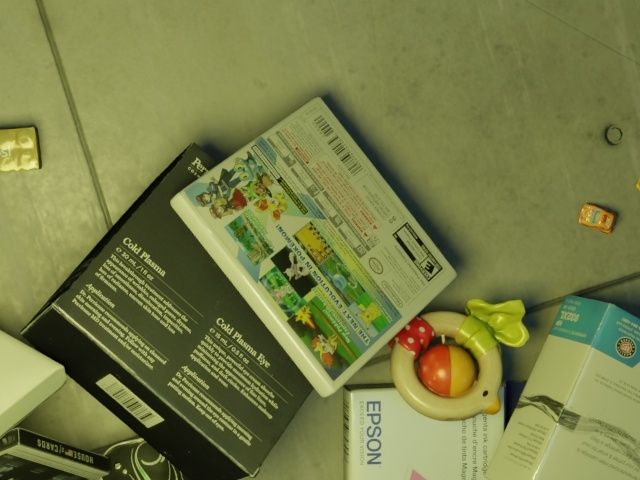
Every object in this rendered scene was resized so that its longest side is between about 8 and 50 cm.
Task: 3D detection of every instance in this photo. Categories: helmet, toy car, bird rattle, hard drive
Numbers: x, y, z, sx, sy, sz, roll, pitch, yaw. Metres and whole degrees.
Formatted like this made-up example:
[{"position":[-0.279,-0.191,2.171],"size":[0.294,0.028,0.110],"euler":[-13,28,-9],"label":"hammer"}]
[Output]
[{"position":[-0.237,0.365,1.801],"size":[0.169,0.169,0.162],"euler":[-11,75,-8],"label":"helmet"},{"position":[0.450,-0.063,1.941],"size":[0.060,0.040,0.122],"euler":[38,88,-9],"label":"toy car"},{"position":[0.174,0.156,1.835],"size":[0.253,0.143,0.207],"euler":[6,61,-17],"label":"bird rattle"},{"position":[-0.516,0.170,1.675],"size":[0.203,0.307,0.040],"euler":[-41,143,-38],"label":"hard drive"}]

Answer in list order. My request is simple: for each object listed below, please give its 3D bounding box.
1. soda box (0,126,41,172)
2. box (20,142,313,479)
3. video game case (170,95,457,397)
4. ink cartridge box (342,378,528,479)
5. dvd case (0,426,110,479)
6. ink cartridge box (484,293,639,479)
[{"position":[-0.487,-0.122,1.791],"size":[0.181,0.058,0.061],"euler":[-6,94,-8],"label":"soda box"},{"position":[-0.164,0.107,1.735],"size":[0.343,0.179,0.312],"euler":[43,60,-9],"label":"box"},{"position":[0.000,0.000,1.733],"size":[0.329,0.036,0.300],"euler":[52,52,-2],"label":"video game case"},{"position":[0.199,0.375,1.918],"size":[0.330,0.071,0.324],"euler":[-1,93,-7],"label":"ink cartridge box"},{"position":[-0.434,0.320,1.729],"size":[0.238,0.179,0.030],"euler":[-24,58,24],"label":"dvd case"},{"position":[0.415,0.267,1.881],"size":[0.223,0.129,0.307],"euler":[28,84,-22],"label":"ink cartridge box"}]
